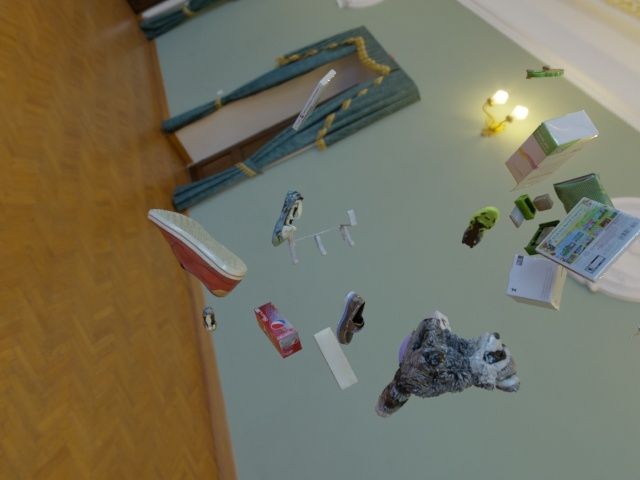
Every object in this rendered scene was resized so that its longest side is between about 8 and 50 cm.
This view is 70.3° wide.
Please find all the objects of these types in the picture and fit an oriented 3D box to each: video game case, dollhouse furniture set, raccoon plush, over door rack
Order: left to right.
[{"bbox_3d":[-0.019,-0.459,1.476,0.022,0.173,0.190,33,33,-7],"label":"video game case"},{"bbox_3d":[0.000,0.000,1.630,0.324,0.239,0.108,109,-37,-81],"label":"over door rack"},{"bbox_3d":[0.397,0.429,1.415,0.216,0.299,0.446,-66,180,-48],"label":"raccoon plush"},{"bbox_3d":[0.857,-0.087,1.618,0.197,0.151,0.301,52,-31,-12],"label":"dollhouse furniture set"},{"bbox_3d":[0.798,-0.007,1.350,0.026,0.227,0.206,41,2,-36],"label":"video game case"}]

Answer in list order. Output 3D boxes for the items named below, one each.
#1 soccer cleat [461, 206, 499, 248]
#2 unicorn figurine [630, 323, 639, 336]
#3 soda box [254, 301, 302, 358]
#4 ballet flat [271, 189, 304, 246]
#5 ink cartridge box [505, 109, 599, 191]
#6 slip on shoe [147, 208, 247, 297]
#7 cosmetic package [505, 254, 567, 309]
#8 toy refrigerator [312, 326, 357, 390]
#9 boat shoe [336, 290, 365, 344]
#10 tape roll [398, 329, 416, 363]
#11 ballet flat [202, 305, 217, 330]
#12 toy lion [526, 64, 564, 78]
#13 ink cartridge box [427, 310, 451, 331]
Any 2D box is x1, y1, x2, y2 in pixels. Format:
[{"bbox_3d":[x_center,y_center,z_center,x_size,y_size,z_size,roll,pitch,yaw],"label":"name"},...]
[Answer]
[{"bbox_3d":[0.696,-0.076,1.968,0.093,0.121,0.289,33,-26,13],"label":"soccer cleat"},{"bbox_3d":[0.833,0.190,1.071,0.111,0.162,0.060,31,4,38],"label":"unicorn figurine"},{"bbox_3d":[-0.170,0.346,1.780,0.263,0.083,0.092,34,-38,56],"label":"soda box"},{"bbox_3d":[-0.098,-0.063,1.409,0.070,0.070,0.188,-103,-151,-81],"label":"ballet flat"},{"bbox_3d":[0.898,-0.347,1.827,0.353,0.207,0.119,109,-39,-65],"label":"ink cartridge box"},{"bbox_3d":[-0.323,0.022,1.128,0.331,0.101,0.123,37,15,23],"label":"slip on shoe"},{"bbox_3d":[0.776,0.152,1.630,0.183,0.151,0.151,24,79,-52],"label":"cosmetic package"},{"bbox_3d":[0.068,0.533,2.071,0.269,0.094,0.102,61,-9,9],"label":"toy refrigerator"},{"bbox_3d":[0.095,0.248,1.382,0.066,0.066,0.183,26,-58,35],"label":"boat shoe"},{"bbox_3d":[0.490,0.522,2.013,0.275,0.274,0.090,65,19,10],"label":"tape roll"},{"bbox_3d":[-0.338,0.249,1.380,0.041,0.041,0.114,-113,-162,-47],"label":"ballet flat"},{"bbox_3d":[0.768,-0.569,1.544,0.096,0.100,0.034,-116,-165,-61],"label":"toy lion"},{"bbox_3d":[0.409,0.330,1.612,0.056,0.099,0.135,35,24,-14],"label":"ink cartridge box"}]
